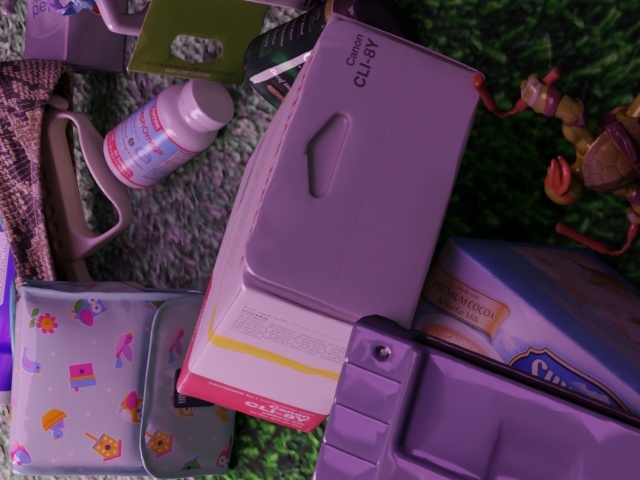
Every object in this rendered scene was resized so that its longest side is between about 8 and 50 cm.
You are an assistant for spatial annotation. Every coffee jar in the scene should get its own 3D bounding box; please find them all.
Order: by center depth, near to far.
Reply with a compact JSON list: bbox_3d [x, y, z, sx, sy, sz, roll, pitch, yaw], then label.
[{"bbox_3d":[0.008,-0.213,1.910,0.184,0.096,0.079,-28,33,39],"label":"coffee jar"}]

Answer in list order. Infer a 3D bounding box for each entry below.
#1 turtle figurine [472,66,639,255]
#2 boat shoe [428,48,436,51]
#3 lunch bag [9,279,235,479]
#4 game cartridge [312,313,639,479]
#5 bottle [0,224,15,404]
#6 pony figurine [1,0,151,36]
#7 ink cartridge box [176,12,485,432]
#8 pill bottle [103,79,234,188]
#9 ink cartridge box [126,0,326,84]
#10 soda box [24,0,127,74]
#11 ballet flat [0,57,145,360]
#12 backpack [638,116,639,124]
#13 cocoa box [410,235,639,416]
[{"bbox_3d":[0.273,-0.103,1.579,0.217,0.269,0.087,-39,34,8],"label":"turtle figurine"},{"bbox_3d":[0.074,-0.161,1.883,0.137,0.049,0.043,-22,74,35],"label":"boat shoe"},{"bbox_3d":[-0.220,0.159,2.014,0.160,0.262,0.223,-165,79,-83],"label":"lunch bag"},{"bbox_3d":[0.160,0.225,1.405,0.355,0.068,0.230,20,101,22],"label":"game cartridge"},{"bbox_3d":[-0.419,0.071,2.294,0.118,0.092,0.282,10,94,44],"label":"bottle"},{"bbox_3d":[-0.266,-0.397,2.000,0.303,0.363,0.351,-22,72,41],"label":"pony figurine"},{"bbox_3d":[0.000,0.000,1.683,0.384,0.160,0.279,125,164,-68],"label":"ink cartridge box"},{"bbox_3d":[-0.179,-0.132,2.088,0.160,0.087,0.087,-33,65,37],"label":"pill bottle"},{"bbox_3d":[-0.080,-0.279,1.939,0.097,0.189,0.255,35,112,37],"label":"ink cartridge box"},{"bbox_3d":[-0.305,-0.357,2.217,0.091,0.098,0.286,2,89,43],"label":"soda box"},{"bbox_3d":[-0.310,0.010,2.143,0.182,0.164,0.482,-11,91,15],"label":"ballet flat"},{"bbox_3d":[0.403,-0.099,1.417,0.213,0.276,0.263,59,160,-21],"label":"backpack"},{"bbox_3d":[0.242,0.180,1.570,0.347,0.231,0.228,41,115,37],"label":"cocoa box"}]
